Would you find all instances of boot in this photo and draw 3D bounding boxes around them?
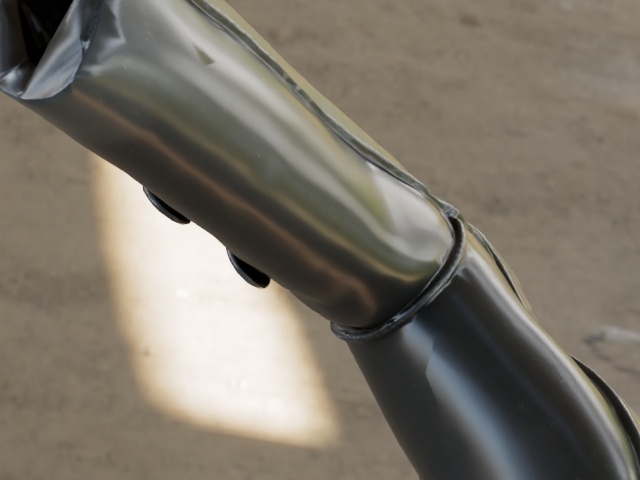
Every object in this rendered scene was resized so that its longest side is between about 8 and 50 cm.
[{"bbox_3d":[-0.001,-0.001,1.148,0.445,0.146,0.367,45,7,-38],"label":"boot"}]
